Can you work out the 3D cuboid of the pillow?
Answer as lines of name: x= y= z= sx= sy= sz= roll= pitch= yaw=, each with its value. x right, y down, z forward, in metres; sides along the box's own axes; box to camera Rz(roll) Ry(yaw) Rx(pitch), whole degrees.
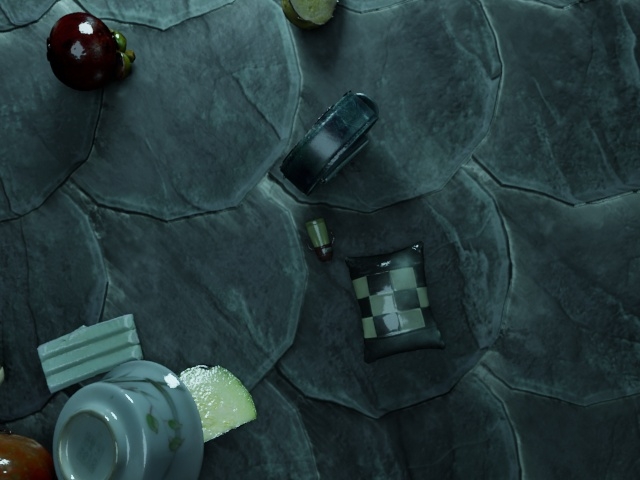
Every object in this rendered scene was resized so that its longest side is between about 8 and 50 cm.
pillow: x=0.166 y=0.138 z=1.575 sx=0.186 sy=0.106 sz=0.249 roll=-10 pitch=83 yaw=1

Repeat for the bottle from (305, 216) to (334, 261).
bottle: x=-0.002 y=0.000 z=1.619 sx=0.063 sy=0.047 sz=0.101 roll=-18 pitch=91 yaw=21

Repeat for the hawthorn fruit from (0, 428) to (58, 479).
hawthorn fruit: x=-0.707 y=0.562 z=1.497 sx=0.316 sy=0.316 sz=0.315 roll=0 pitch=87 yaw=2

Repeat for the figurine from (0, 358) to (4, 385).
figurine: x=-0.886 y=0.223 z=1.561 sx=0.306 sy=0.241 sz=0.411 roll=-25 pitch=97 yaw=9

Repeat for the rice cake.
rice cake: x=-0.530 y=0.256 z=1.622 sx=0.237 sy=0.043 sz=0.127 roll=-18 pitch=87 yaw=0

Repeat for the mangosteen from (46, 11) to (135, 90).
mangosteen: x=-0.519 y=-0.427 z=1.604 sx=0.200 sy=0.200 sz=0.199 roll=0 pitch=87 yaw=2

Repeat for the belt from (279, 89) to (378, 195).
belt: x=0.030 y=-0.216 z=1.547 sx=0.116 sy=0.206 sz=0.267 roll=43 pitch=83 yaw=0

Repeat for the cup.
cup: x=-0.429 y=0.429 z=1.473 sx=0.347 sy=0.163 sz=0.347 roll=-4 pitch=82 yaw=27

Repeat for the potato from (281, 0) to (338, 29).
potato: x=-0.023 y=-0.547 z=1.639 sx=0.172 sy=0.089 sz=0.100 roll=-46 pitch=109 yaw=-31

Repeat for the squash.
squash: x=-0.261 y=0.379 z=1.594 sx=0.192 sy=0.085 sz=0.184 roll=-18 pitch=56 yaw=-27
